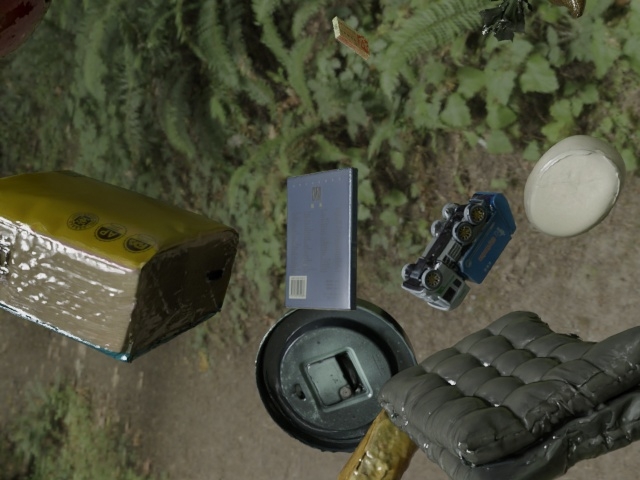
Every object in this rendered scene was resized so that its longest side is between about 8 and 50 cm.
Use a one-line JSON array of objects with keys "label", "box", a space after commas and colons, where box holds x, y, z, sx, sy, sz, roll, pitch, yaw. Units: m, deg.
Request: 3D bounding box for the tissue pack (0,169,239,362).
[{"label": "tissue pack", "box": [-0.160, 0.008, 0.503, 0.169, 0.120, 0.082, 18, 109, 21]}]

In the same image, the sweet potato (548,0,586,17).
[{"label": "sweet potato", "box": [0.465, -0.494, 1.368, 0.250, 0.069, 0.059, -75, -27, -51]}]

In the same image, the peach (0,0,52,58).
[{"label": "peach", "box": [-0.549, -0.424, 0.981, 0.339, 0.353, 0.417, -19, -49, -87]}]

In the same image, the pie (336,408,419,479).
[{"label": "pie", "box": [0.080, 0.368, 1.146, 0.339, 0.083, 0.339, -52, -9, -12]}]

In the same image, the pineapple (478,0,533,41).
[{"label": "pineapple", "box": [0.478, -0.623, 1.709, 0.119, 0.130, 0.278, 177, 116, -82]}]

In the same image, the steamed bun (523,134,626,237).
[{"label": "steamed bun", "box": [0.515, -0.115, 1.455, 0.131, 0.177, 0.228, -64, -6, -52]}]

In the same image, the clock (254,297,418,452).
[{"label": "clock", "box": [0.041, 0.310, 1.657, 0.076, 0.386, 0.386, -55, -16, -73]}]

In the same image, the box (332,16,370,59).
[{"label": "box", "box": [0.064, -0.414, 1.460, 0.015, 0.093, 0.058, -36, 45, 33]}]

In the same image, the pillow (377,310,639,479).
[{"label": "pillow", "box": [0.205, 0.165, 0.771, 0.101, 0.228, 0.326, 66, 171, -1]}]

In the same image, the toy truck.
[{"label": "toy truck", "box": [0.389, 0.023, 1.982, 0.367, 0.175, 0.146, -53, 19, -8]}]

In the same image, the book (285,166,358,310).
[{"label": "book", "box": [0.000, 0.000, 1.389, 0.190, 0.025, 0.270, -4, 84, 47]}]
